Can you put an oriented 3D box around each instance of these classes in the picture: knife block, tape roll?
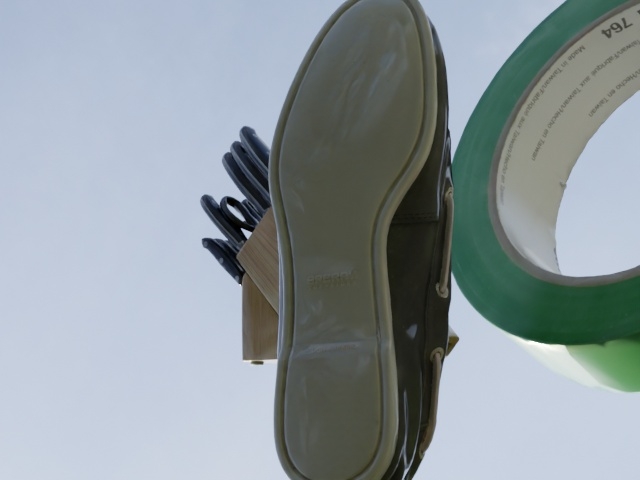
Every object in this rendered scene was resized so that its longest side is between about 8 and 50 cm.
[{"bbox_3d":[0.000,0.000,1.498,0.088,0.275,0.242,7,-100,-46],"label":"knife block"},{"bbox_3d":[0.230,-0.056,1.046,0.077,0.321,0.321,37,-86,-36],"label":"tape roll"}]

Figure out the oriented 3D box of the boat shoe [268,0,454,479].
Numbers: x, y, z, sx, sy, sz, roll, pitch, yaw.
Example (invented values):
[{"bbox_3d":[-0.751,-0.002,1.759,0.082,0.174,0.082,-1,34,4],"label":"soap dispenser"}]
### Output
[{"bbox_3d":[0.030,0.007,0.996,0.095,0.112,0.335,39,-126,-63],"label":"boat shoe"}]
